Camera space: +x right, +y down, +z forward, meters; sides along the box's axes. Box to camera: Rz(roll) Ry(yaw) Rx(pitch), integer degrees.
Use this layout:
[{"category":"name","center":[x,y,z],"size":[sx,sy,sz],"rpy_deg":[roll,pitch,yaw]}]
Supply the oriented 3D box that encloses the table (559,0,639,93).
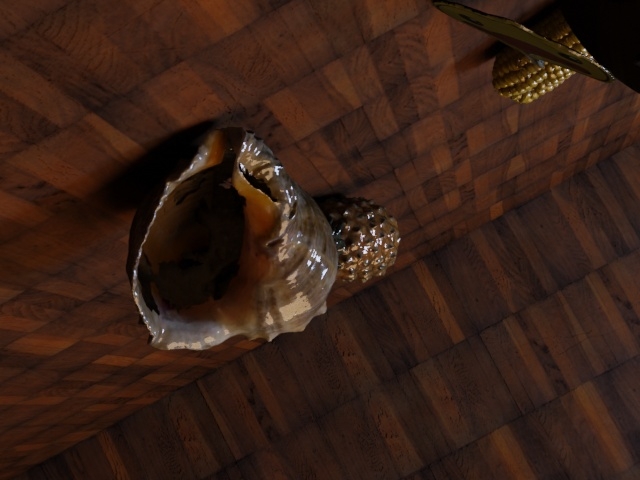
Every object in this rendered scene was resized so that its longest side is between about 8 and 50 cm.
[{"category":"table","center":[0.328,-0.295,1.382],"size":[0.249,0.317,0.317],"rpy_deg":[3,150,-47]}]

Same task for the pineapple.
[{"category":"pineapple","center":[0.000,0.000,2.118],"size":[0.169,0.169,0.340],"rpy_deg":[-33,166,26]}]

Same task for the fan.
[{"category":"fan","center":[0.249,-0.233,1.530],"size":[0.011,0.230,0.335],"rpy_deg":[-67,166,7]}]

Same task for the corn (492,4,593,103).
[{"category":"corn","center":[0.364,-0.292,1.781],"size":[0.292,0.101,0.101],"rpy_deg":[-33,169,27]}]

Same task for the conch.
[{"category":"conch","center":[-0.136,-0.007,1.640],"size":[0.297,0.352,0.210],"rpy_deg":[-33,-143,-22]}]
